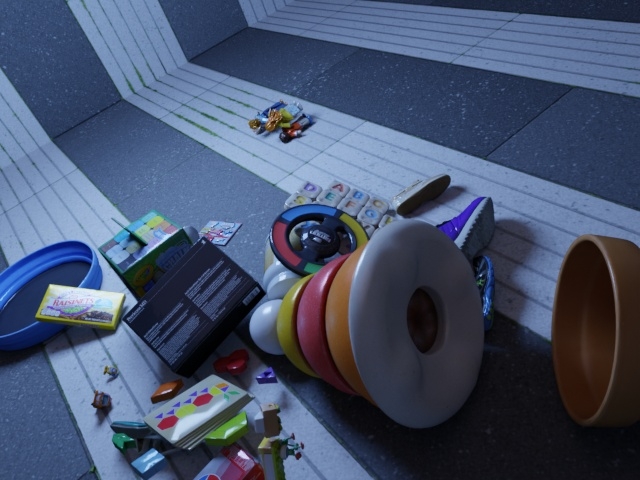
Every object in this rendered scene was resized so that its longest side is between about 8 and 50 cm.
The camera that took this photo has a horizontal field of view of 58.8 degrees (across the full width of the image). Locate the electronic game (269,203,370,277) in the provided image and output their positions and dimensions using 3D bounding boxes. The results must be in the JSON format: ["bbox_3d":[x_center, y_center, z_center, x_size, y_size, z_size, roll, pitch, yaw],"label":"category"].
[{"bbox_3d":[0.000,0.000,1.262,0.229,0.048,0.229,7,46,-7],"label":"electronic game"}]

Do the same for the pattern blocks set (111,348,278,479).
[{"bbox_3d":[-0.233,0.328,1.100,0.324,0.026,0.285,-24,21,-28],"label":"pattern blocks set"}]

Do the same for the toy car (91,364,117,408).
[{"bbox_3d":[-0.490,0.332,1.304,0.040,0.060,0.122,10,46,-9],"label":"toy car"}]

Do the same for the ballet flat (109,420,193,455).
[{"bbox_3d":[-0.341,0.397,1.139,0.213,0.072,0.068,-8,67,22],"label":"ballet flat"}]

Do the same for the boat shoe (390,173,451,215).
[{"bbox_3d":[0.256,-0.130,1.471,0.170,0.063,0.059,-30,44,-8],"label":"boat shoe"}]

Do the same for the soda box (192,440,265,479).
[{"bbox_3d":[-0.201,0.474,0.948,0.083,0.092,0.263,19,53,45],"label":"soda box"}]

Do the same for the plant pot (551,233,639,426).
[{"bbox_3d":[0.498,0.140,0.866,0.203,0.291,0.291,3,42,6],"label":"plant pot"}]

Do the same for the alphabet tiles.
[{"bbox_3d":[0.060,-0.061,1.398,0.284,0.021,0.278,24,37,11],"label":"alphabet tiles"}]

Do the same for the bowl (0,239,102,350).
[{"bbox_3d":[-0.825,0.157,1.668,0.390,0.077,0.391,-14,38,11],"label":"bowl"}]

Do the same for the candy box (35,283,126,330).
[{"bbox_3d":[-0.634,0.177,1.507,0.205,0.027,0.105,7,51,-2],"label":"candy box"}]

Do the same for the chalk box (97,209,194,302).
[{"bbox_3d":[-0.409,0.051,1.405,0.179,0.289,0.180,-39,41,-21],"label":"chalk box"}]

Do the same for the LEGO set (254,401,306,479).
[{"bbox_3d":[-0.047,0.412,0.913,0.107,0.132,0.287,-5,62,14],"label":"LEGO set"}]

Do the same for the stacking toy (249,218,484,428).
[{"bbox_3d":[0.039,0.165,1.105,0.479,0.351,0.351,-12,34,46],"label":"stacking toy"}]

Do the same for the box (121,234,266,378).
[{"bbox_3d":[-0.282,0.148,1.286,0.184,0.103,0.261,39,78,18],"label":"box"}]

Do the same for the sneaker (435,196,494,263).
[{"bbox_3d":[0.281,-0.005,1.274,0.146,0.102,0.293,13,50,39],"label":"sneaker"}]

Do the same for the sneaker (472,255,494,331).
[{"bbox_3d":[0.315,0.101,1.157,0.078,0.067,0.188,2,46,20],"label":"sneaker"}]

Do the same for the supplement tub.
[{"bbox_3d":[-0.061,0.066,1.329,0.144,0.144,0.200,-16,38,10],"label":"supplement tub"}]

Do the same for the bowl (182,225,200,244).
[{"bbox_3d":[-0.403,0.022,1.592,0.142,0.142,0.053,-27,82,-6],"label":"bowl"}]

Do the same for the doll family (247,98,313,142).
[{"bbox_3d":[-0.168,-0.436,2.013,0.163,0.118,0.263,-41,41,-22],"label":"doll family"}]

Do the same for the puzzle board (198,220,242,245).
[{"bbox_3d":[-0.306,-0.025,1.675,0.128,0.011,0.096,6,46,32],"label":"puzzle board"}]
